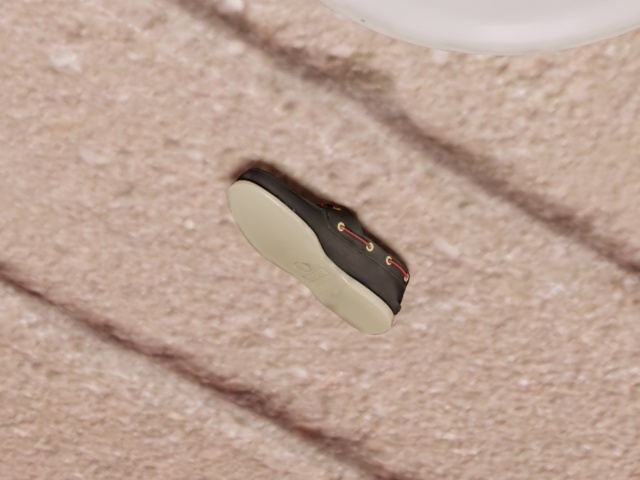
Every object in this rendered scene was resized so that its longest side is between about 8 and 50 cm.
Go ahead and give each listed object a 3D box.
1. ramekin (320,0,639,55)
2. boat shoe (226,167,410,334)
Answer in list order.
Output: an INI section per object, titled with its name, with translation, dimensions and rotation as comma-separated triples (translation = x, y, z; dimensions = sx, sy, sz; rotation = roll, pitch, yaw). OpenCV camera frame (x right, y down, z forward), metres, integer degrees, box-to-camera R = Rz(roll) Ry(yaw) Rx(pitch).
[ramekin]
translation = 0.078, -0.192, 0.834
dimensions = 0.272, 0.127, 0.273
rotation = 2, 146, 1
[boat shoe]
translation = -0.001, 0.000, 1.131
dimensions = 0.133, 0.042, 0.049
rotation = 41, 147, -26
